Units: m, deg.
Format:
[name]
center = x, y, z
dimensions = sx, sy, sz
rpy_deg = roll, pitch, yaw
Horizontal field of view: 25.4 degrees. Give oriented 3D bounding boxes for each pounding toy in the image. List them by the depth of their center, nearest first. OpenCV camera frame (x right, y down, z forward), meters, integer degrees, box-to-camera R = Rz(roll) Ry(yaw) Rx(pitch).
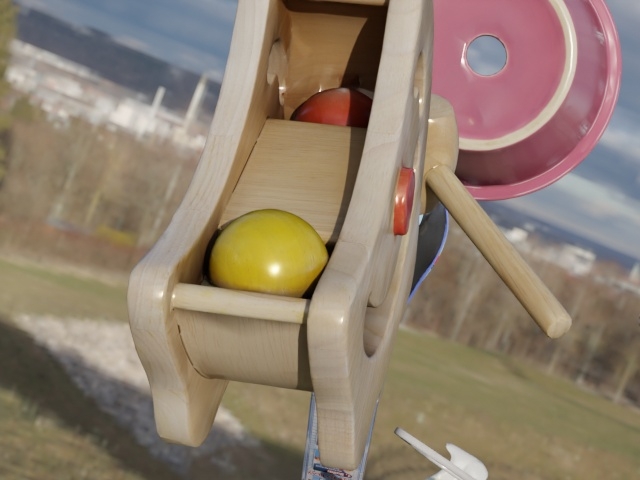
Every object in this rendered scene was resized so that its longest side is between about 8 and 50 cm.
[pounding toy]
center = 0.032, -0.024, 0.587
dimensions = 0.155, 0.154, 0.269
rpy_deg = 7, 31, 10

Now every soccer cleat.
[soccer cleat]
center = 0.109, 0.317, 1.608
dimensions = 0.076, 0.196, 0.068
rpy_deg = 43, 1, 7

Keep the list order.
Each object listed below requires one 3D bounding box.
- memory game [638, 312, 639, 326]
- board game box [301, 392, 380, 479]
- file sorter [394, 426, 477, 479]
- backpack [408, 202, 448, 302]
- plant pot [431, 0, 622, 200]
[memory game]
center = 0.309, 0.064, 0.951
dimensions = 0.186, 0.012, 0.186
rpy_deg = 1, 13, 0
[board game box]
center = 0.029, 0.133, 1.308
dimensions = 0.060, 0.194, 0.194
rpy_deg = 13, 43, 4
[file sorter]
center = 0.071, 0.321, 1.217
dimensions = 0.173, 0.278, 0.193
rpy_deg = 34, -6, 21
[backpack]
center = 0.000, 0.000, 1.033
dimensions = 0.158, 0.173, 0.117
rpy_deg = 30, 9, -16
[plant pot]
center = 0.116, -0.127, 1.012
dimensions = 0.201, 0.201, 0.180
rpy_deg = 22, 5, 7
